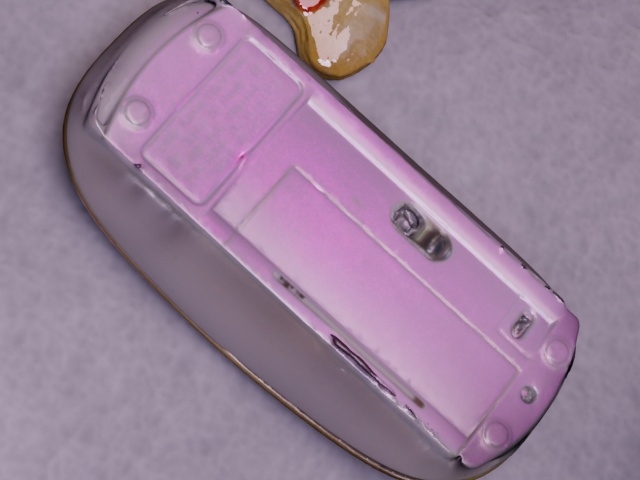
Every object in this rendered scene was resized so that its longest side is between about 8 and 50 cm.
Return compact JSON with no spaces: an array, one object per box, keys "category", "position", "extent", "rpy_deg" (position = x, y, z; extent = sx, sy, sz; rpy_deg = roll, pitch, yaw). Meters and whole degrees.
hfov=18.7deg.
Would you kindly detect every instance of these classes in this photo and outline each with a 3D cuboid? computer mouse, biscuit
[{"category":"computer mouse","position":[0.000,0.000,1.062],"extent":[0.310,0.072,0.158],"rpy_deg":[41,64,-4]},{"category":"biscuit","position":[-0.037,-0.201,1.134],"extent":[0.234,0.030,0.153],"rpy_deg":[41,63,-5]}]
